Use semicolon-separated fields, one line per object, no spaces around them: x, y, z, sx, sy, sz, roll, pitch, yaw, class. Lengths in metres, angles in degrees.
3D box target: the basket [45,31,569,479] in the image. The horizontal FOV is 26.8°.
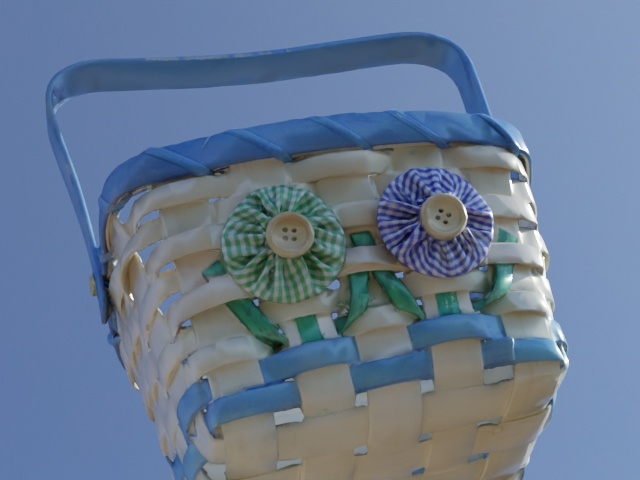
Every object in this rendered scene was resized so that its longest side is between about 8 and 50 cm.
0.000;0.000;0.720;0.255;0.289;0.201;-10;-41;-15;basket
